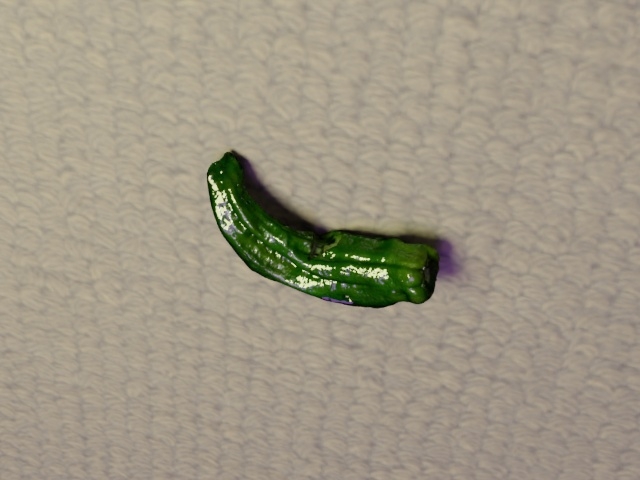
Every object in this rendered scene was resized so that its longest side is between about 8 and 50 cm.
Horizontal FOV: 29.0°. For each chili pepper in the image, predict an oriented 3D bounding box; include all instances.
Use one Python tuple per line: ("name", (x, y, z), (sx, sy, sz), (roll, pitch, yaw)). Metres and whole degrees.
("chili pepper", (-0.004, 0.003, 0.893), (0.182, 0.050, 0.073), (23, 140, 1))
